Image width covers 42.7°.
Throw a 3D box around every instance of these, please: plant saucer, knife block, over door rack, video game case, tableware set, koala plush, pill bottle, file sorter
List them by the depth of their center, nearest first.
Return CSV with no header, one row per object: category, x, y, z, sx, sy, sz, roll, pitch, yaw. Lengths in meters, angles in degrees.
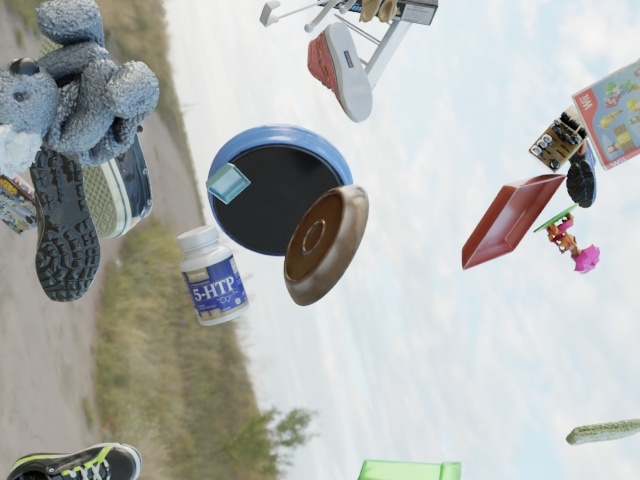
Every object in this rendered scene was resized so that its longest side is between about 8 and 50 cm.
koala plush,-0.358,-0.169,1.036,0.196,0.221,0.203,48,-48,14
video game case,0.608,-0.263,1.461,0.025,0.285,0.204,40,31,-38
plant saucer,-0.177,-0.109,1.566,0.018,0.067,0.192,48,0,6
pill bottle,-0.224,0.068,1.672,0.112,0.112,0.187,-141,-148,-78
tableware set,0.137,-0.521,1.714,0.168,0.020,0.141,28,-80,57
over door rack,-0.100,-0.551,1.733,0.239,0.324,0.108,48,-51,11
plant saucer,0.000,0.000,1.879,0.310,0.050,0.311,-45,-152,32
plant saucer,0.459,-0.057,1.993,0.048,0.259,0.258,44,-54,24
knife block,0.561,-0.214,2.009,0.088,0.242,0.276,44,-33,10
file sorter,0.118,-0.555,2.212,0.278,0.173,0.193,-59,173,11

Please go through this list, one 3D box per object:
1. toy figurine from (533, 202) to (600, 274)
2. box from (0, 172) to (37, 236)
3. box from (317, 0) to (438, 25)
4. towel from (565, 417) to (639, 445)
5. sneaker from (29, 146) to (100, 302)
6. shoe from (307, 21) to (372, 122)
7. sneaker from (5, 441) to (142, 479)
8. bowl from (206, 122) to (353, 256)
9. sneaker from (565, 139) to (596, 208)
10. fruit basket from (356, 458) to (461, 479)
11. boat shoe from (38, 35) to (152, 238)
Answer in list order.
toy figurine,0.623,0.012,2.039,0.159,0.130,0.173,58,-4,9
box,-0.564,-0.076,1.489,0.137,0.094,0.027,48,34,-28
box,0.146,-0.690,2.065,0.073,0.293,0.296,113,-15,-57
towel,0.577,0.388,1.659,0.110,0.148,0.027,74,9,-65
sneaker,-0.445,-0.038,1.426,0.124,0.107,0.283,-148,-124,-66
shoe,0.031,-0.281,1.419,0.081,0.063,0.178,-20,-94,55
sneaker,-0.416,0.399,1.364,0.097,0.234,0.084,-81,162,-81
bowl,-0.107,-0.119,2.156,0.077,0.391,0.391,-90,173,-54
sneaker,0.703,-0.192,2.185,0.083,0.087,0.221,-14,-106,43
fruit basket,0.193,0.575,1.323,0.392,0.392,0.283,-113,-149,-51
boat shoe,-0.493,-0.255,1.821,0.156,0.186,0.500,-25,103,-57
